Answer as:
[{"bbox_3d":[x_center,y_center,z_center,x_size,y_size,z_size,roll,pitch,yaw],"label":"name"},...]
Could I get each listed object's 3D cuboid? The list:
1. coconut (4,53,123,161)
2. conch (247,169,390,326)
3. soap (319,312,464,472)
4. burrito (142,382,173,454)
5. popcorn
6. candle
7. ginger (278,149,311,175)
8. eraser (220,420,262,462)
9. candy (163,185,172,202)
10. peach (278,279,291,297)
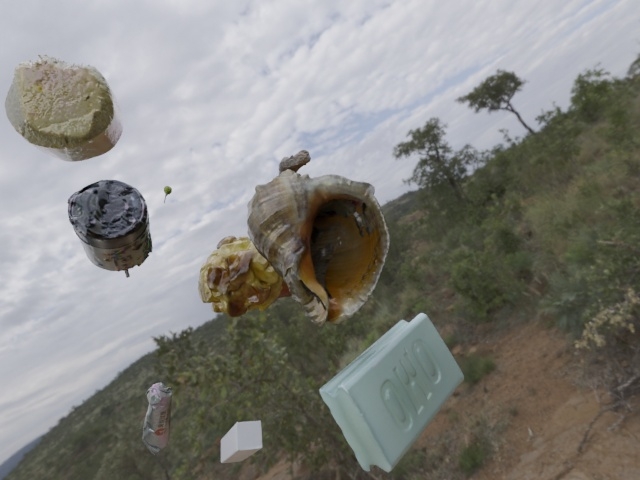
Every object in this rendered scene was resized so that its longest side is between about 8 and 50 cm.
[{"bbox_3d":[-0.772,-0.393,1.251,0.297,0.298,0.309,-31,12,-20],"label":"coconut"},{"bbox_3d":[0.003,-0.002,0.907,0.297,0.352,0.210,-18,1,10],"label":"conch"},{"bbox_3d":[0.142,0.268,0.759,0.265,0.160,0.087,-25,-8,-42],"label":"soap"},{"bbox_3d":[-0.389,0.421,0.975,0.064,0.064,0.203,-26,-44,-55],"label":"burrito"},{"bbox_3d":[-0.258,0.109,1.284,0.265,0.225,0.332,-38,39,-10],"label":"popcorn"},{"bbox_3d":[-0.568,-0.011,1.138,0.187,0.187,0.330,-30,-17,-30],"label":"candle"},{"bbox_3d":[-0.138,-0.251,1.670,0.084,0.122,0.290,2,-47,-40],"label":"ginger"},{"bbox_3d":[-0.258,0.648,1.305,0.076,0.078,0.298,5,-35,-21],"label":"eraser"},{"bbox_3d":[-0.662,-0.195,1.752,0.035,0.035,0.123,-59,25,30],"label":"candy"},{"bbox_3d":[-0.148,0.099,1.494,0.231,0.231,0.231,-33,-5,-3],"label":"peach"}]
